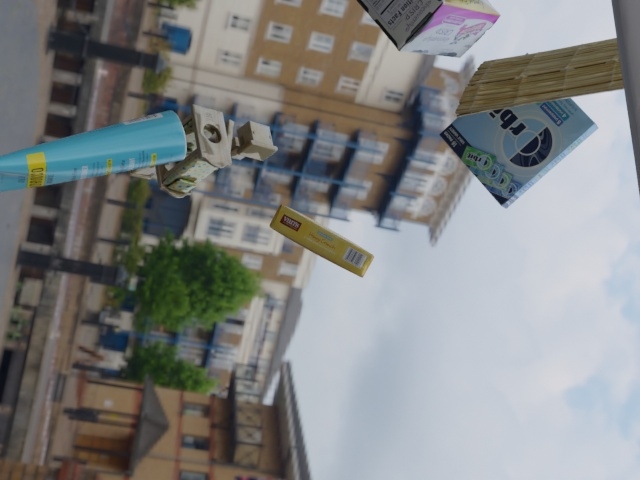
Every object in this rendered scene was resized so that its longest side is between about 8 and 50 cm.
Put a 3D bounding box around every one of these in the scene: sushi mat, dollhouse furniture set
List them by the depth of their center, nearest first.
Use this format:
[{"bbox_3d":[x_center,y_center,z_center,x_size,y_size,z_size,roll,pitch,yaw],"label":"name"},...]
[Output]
[{"bbox_3d":[0.347,-0.234,1.259,0.019,0.317,0.151,61,42,-30],"label":"sushi mat"},{"bbox_3d":[-0.183,-0.110,1.438,0.182,0.161,0.101,-31,-119,38],"label":"dollhouse furniture set"}]

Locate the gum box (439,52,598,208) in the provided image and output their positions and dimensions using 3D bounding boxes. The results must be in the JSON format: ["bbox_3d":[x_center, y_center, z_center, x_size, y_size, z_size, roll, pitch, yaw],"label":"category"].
[{"bbox_3d":[0.303,-0.168,1.405,0.184,0.157,0.041,-43,159,15],"label":"gum box"}]

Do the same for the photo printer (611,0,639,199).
[{"bbox_3d":[0.351,-0.146,0.586,0.107,0.308,0.256,-72,148,-50],"label":"photo printer"}]

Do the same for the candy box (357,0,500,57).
[{"bbox_3d":[0.072,-0.306,0.984,0.071,0.233,0.159,-44,165,29],"label":"candy box"}]

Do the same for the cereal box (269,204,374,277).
[{"bbox_3d":[0.000,0.000,1.549,0.047,0.173,0.240,-62,180,0],"label":"cereal box"}]

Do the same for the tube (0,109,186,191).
[{"bbox_3d":[-0.237,-0.083,0.893,0.052,0.207,0.080,67,-24,15],"label":"tube"}]
